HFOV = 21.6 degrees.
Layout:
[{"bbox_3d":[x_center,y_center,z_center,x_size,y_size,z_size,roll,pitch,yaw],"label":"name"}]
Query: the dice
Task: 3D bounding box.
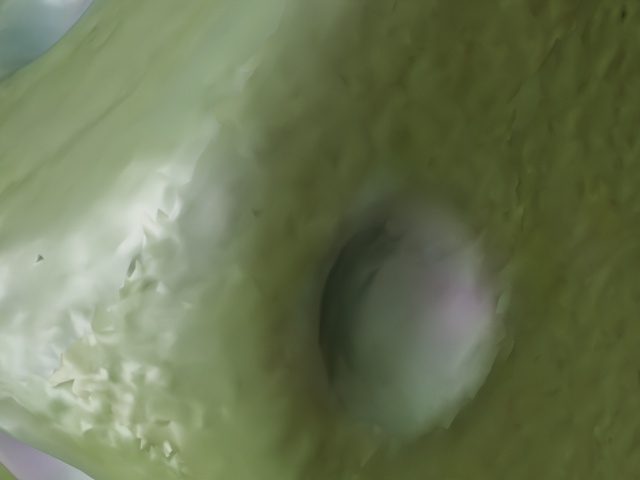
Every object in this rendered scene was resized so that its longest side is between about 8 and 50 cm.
[{"bbox_3d":[0.000,0.000,0.544,0.252,0.250,0.254,6,60,52],"label":"dice"}]
